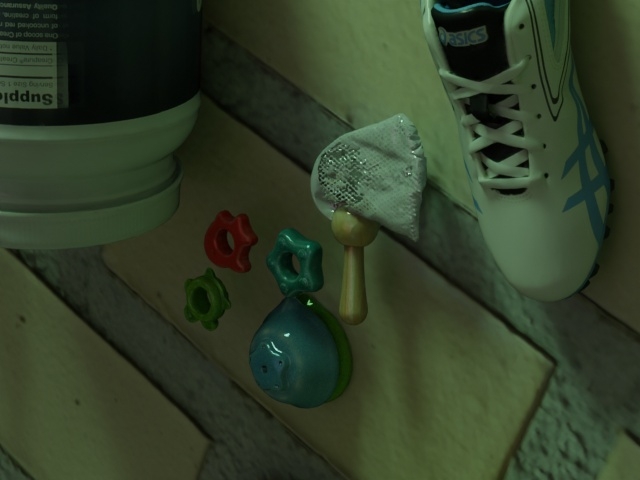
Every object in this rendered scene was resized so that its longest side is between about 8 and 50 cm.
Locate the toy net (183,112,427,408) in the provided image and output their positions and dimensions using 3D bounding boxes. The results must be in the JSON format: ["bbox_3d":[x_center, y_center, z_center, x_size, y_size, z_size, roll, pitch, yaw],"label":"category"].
[{"bbox_3d":[0.000,0.000,0.898,0.122,0.045,0.232,50,130,21],"label":"toy net"}]

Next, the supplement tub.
[{"bbox_3d":[-0.164,-0.150,0.895,0.191,0.191,0.272,21,117,37],"label":"supplement tub"}]

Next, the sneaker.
[{"bbox_3d":[0.090,-0.080,0.754,0.085,0.086,0.237,0,105,42],"label":"sneaker"}]
